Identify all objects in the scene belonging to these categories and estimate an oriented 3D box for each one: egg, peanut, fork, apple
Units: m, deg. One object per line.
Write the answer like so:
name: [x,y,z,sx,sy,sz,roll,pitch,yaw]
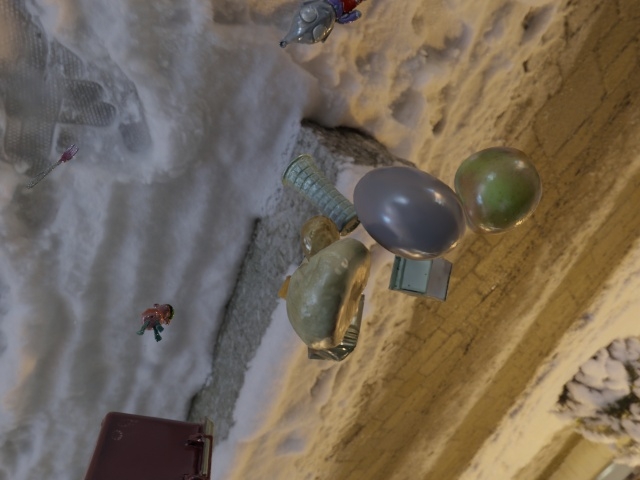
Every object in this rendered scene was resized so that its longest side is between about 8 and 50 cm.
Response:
egg: [0.147,-0.048,0.766,0.146,0.198,0.146,-55,171,-13]
peanut: [0.000,0.000,1.374,0.109,0.140,0.159,-2,125,15]
fork: [-0.470,-0.129,0.800,0.115,0.012,0.016,-41,94,1]
apple: [0.648,-0.185,1.670,0.277,0.319,0.319,-20,138,10]

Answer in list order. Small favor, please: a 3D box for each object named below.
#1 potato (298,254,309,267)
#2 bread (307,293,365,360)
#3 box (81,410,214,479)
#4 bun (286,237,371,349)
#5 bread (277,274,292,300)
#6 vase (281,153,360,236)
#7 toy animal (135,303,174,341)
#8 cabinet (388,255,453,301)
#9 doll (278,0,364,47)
potato: [0.007,0.105,1.511,0.081,0.164,0.200,17,122,-46]
bread: [0.038,0.248,1.346,0.109,0.210,0.192,22,147,-11]
box: [-0.285,0.406,0.680,0.167,0.193,0.294,21,111,-17]
bun: [0.005,0.085,0.798,0.222,0.127,0.222,19,90,-73]
bread: [-0.028,0.139,1.134,0.073,0.149,0.122,-63,155,-8]
vase: [0.010,-0.151,1.554,0.143,0.299,0.143,-37,157,-18]
toy animal: [-0.527,0.259,1.442,0.103,0.208,0.100,-42,105,-1]
cabinet: [0.342,0.119,1.566,0.206,0.150,0.145,22,79,-56]
doll: [-0.003,-0.511,1.046,0.227,0.075,0.102,-23,119,20]
